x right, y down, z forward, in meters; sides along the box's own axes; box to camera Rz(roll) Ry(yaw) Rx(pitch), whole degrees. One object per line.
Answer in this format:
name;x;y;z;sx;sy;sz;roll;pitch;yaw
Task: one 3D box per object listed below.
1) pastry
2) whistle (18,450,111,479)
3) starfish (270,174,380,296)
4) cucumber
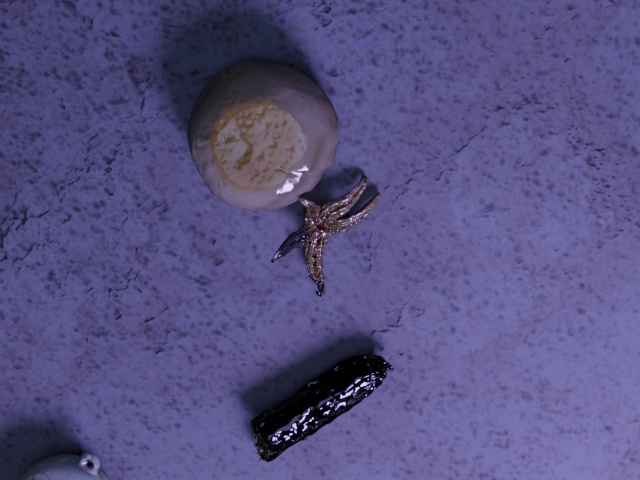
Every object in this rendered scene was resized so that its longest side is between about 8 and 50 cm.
pastry;-0.060;-0.105;1.432;0.156;0.092;0.156;1;95;7
whistle;-0.299;0.337;1.577;0.126;0.067;0.258;32;109;12
starfish;-0.005;-0.002;1.470;0.133;0.041;0.130;-16;129;-31
cucumber;-0.001;0.175;1.511;0.181;0.053;0.053;-33;97;11
